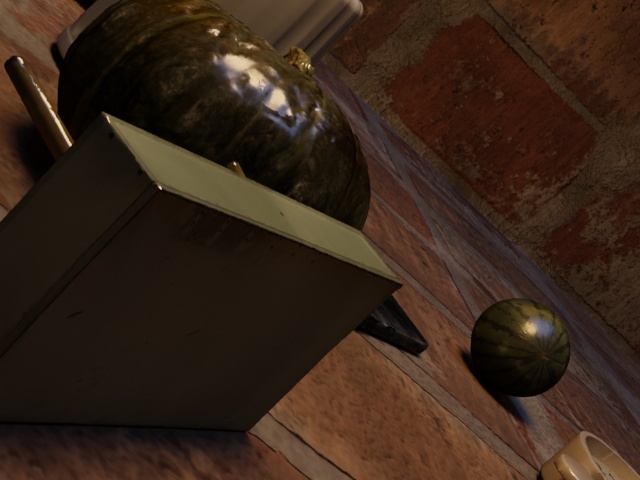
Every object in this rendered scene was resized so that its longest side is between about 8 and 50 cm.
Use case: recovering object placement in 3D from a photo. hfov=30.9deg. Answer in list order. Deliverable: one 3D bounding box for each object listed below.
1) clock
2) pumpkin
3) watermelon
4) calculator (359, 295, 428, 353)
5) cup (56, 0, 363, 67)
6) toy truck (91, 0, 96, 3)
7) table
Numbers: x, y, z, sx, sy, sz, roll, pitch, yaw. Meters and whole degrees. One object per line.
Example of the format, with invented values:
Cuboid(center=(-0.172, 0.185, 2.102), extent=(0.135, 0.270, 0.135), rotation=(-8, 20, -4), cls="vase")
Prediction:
Cuboid(center=(0.273, 0.255, 1.071), extent=(0.229, 0.063, 0.155), rotation=(31, 20, -42), cls="clock")
Cuboid(center=(-0.065, -0.064, 0.740), extent=(0.223, 0.157, 0.223), rotation=(45, -1, 1), cls="pumpkin")
Cuboid(center=(0.210, 0.113, 1.248), extent=(0.105, 0.105, 0.133), rotation=(43, -2, -12), cls="watermelon")
Cuboid(center=(0.000, 0.000, 1.094), extent=(0.161, 0.021, 0.261), rotation=(30, 19, -54), cls="calculator")
Cuboid(center=(-0.094, -0.187, 0.953), extent=(0.167, 0.202, 0.221), rotation=(37, 14, -45), cls="cup")
Cuboid(center=(-0.132, -0.268, 1.177), extent=(0.239, 0.189, 0.265), rotation=(58, 15, 17), cls="toy truck")
Cuboid(center=(-0.078, 0.006, 0.531), extent=(0.111, 0.121, 0.240), rotation=(50, 11, 23), cls="table")
